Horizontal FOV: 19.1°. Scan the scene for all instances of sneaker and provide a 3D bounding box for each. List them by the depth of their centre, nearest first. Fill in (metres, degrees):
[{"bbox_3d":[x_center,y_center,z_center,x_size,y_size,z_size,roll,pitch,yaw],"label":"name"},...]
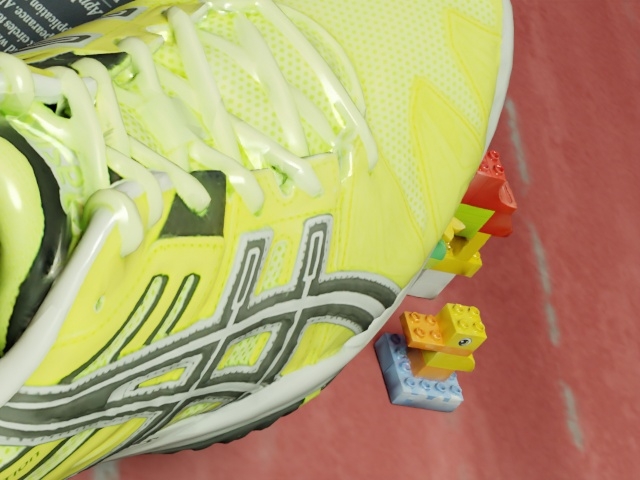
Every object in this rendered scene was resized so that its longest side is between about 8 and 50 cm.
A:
[{"bbox_3d":[-0.062,0.001,0.573,0.385,0.147,0.145,-38,84,-33],"label":"sneaker"}]

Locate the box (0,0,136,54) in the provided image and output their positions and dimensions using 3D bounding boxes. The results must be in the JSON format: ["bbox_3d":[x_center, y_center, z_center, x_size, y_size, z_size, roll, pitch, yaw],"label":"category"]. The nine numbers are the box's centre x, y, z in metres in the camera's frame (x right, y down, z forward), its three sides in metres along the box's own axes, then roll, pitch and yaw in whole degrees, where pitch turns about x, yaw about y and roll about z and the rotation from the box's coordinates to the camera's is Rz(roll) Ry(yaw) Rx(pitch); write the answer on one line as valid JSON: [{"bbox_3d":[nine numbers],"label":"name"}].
[{"bbox_3d":[-0.135,-0.139,0.660,0.108,0.207,0.153,42,17,-53],"label":"box"}]

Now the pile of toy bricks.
[{"bbox_3d":[0.000,0.000,0.737,0.212,0.105,0.118,11,45,-31],"label":"pile of toy bricks"}]
